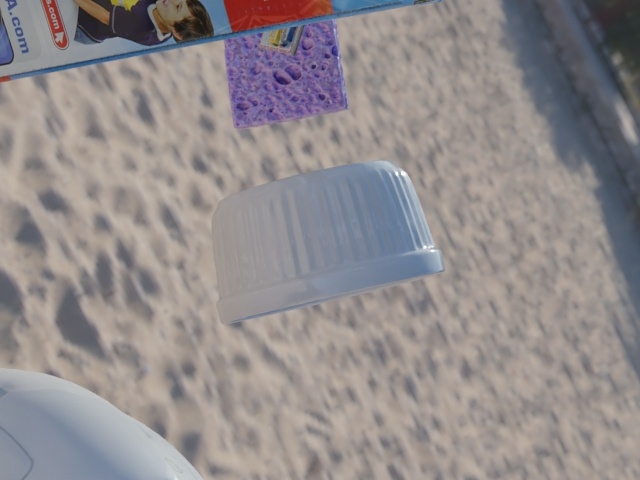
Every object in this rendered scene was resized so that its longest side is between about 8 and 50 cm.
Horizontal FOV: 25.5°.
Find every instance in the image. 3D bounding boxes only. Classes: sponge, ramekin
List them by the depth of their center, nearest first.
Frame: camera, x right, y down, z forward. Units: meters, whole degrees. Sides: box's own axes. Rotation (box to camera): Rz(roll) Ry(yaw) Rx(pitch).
[{"bbox_3d":[0.000,0.000,1.264,0.207,0.207,0.109,-1,78,-74],"label":"ramekin"},{"bbox_3d":[-0.043,-0.224,1.421,0.031,0.117,0.210,11,70,-80],"label":"sponge"}]

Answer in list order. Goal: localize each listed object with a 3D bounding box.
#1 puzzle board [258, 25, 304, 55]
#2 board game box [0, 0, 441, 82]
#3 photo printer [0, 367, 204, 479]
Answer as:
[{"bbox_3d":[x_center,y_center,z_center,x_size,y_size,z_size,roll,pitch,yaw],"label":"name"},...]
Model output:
[{"bbox_3d":[-0.021,-0.219,1.178,0.011,0.128,0.096,16,5,-21],"label":"puzzle board"},{"bbox_3d":[-0.093,-0.249,0.687,0.086,0.302,0.308,-39,119,-53],"label":"board game box"},{"bbox_3d":[-0.175,0.200,0.597,0.107,0.256,0.307,38,71,-35],"label":"photo printer"}]
